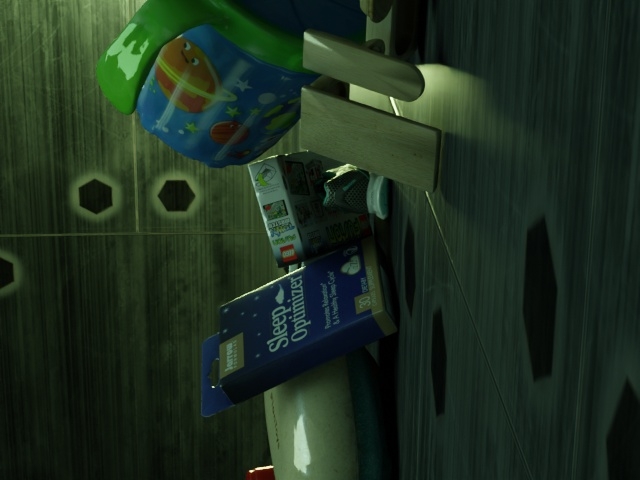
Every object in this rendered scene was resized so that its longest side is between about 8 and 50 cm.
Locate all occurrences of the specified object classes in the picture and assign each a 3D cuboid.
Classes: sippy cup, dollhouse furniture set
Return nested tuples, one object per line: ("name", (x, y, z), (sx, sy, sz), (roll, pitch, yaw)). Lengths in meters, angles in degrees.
("sippy cup", (-0.078, -0.200, 1.565), (0.224, 0.305, 0.240), (-53, 35, 42))
("dollhouse furniture set", (0.077, -0.151, 1.267), (0.151, 0.123, 0.144), (-43, -35, -44))

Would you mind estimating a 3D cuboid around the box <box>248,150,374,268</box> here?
("box", (-0.007, -0.041, 1.695), (0.207, 0.036, 0.114), (-17, -89, -67))

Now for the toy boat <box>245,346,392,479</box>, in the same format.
("toy boat", (0.010, 0.215, 1.721), (0.318, 0.148, 0.267), (108, 158, -56))

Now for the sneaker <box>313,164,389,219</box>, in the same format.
("sneaker", (0.030, -0.061, 1.663), (0.166, 0.076, 0.065), (-115, 25, -82))

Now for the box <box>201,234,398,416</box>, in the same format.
("box", (-0.033, 0.088, 1.612), (0.036, 0.225, 0.136), (55, -165, -31))

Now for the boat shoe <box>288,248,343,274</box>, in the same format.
("boat shoe", (0.010, 0.071, 1.904), (0.114, 0.091, 0.302), (-38, -52, -69))
